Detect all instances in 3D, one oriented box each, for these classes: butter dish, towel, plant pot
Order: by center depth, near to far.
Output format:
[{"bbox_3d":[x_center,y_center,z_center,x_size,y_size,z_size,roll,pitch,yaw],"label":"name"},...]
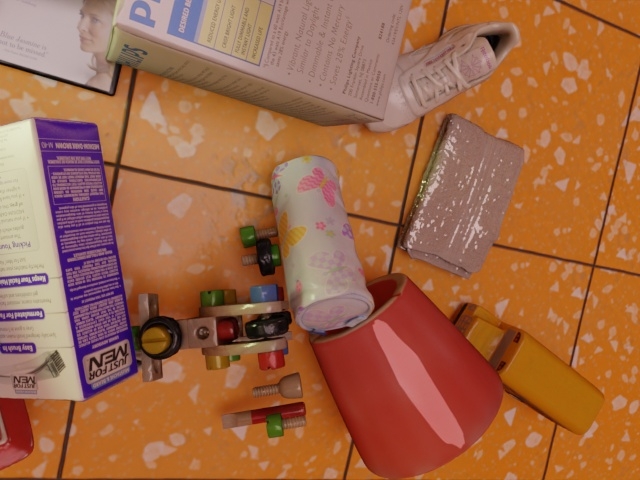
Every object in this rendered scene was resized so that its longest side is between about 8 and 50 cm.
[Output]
[{"bbox_3d":[-0.487,0.265,0.761,0.160,0.118,0.160,-19,65,-25],"label":"butter dish"},{"bbox_3d":[0.125,0.206,0.924,0.275,0.275,0.243,-36,98,-13],"label":"plant pot"},{"bbox_3d":[0.268,-0.079,1.039,0.187,0.049,0.282,20,89,-23],"label":"towel"}]

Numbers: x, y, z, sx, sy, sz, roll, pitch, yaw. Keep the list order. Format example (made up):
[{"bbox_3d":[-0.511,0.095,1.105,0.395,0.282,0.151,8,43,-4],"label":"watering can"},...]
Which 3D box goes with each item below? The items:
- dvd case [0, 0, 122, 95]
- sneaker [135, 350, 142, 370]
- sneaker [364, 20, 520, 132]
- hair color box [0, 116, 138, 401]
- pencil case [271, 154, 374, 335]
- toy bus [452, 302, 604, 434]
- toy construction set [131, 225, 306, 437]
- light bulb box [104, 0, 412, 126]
[{"bbox_3d":[-0.355,-0.352,0.774,0.180,0.022,0.253,13,92,-22],"label":"dvd case"},{"bbox_3d":[-0.335,0.181,0.834,0.152,0.061,0.053,-6,101,-19],"label":"sneaker"},{"bbox_3d":[0.199,-0.289,0.929,0.305,0.152,0.114,-37,111,-11],"label":"sneaker"},{"bbox_3d":[-0.364,0.028,0.713,0.185,0.110,0.338,-5,94,24],"label":"hair color box"},{"bbox_3d":[0.000,0.000,0.838,0.124,0.113,0.273,8,53,-32],"label":"pencil case"},{"bbox_3d":[0.401,0.254,1.091,0.333,0.130,0.108,36,84,-22],"label":"toy bus"},{"bbox_3d":[-0.158,0.169,0.841,0.237,0.257,0.308,-9,109,-2],"label":"toy construction set"},{"bbox_3d":[-0.072,-0.378,0.761,0.361,0.225,0.357,13,92,-25],"label":"light bulb box"}]
